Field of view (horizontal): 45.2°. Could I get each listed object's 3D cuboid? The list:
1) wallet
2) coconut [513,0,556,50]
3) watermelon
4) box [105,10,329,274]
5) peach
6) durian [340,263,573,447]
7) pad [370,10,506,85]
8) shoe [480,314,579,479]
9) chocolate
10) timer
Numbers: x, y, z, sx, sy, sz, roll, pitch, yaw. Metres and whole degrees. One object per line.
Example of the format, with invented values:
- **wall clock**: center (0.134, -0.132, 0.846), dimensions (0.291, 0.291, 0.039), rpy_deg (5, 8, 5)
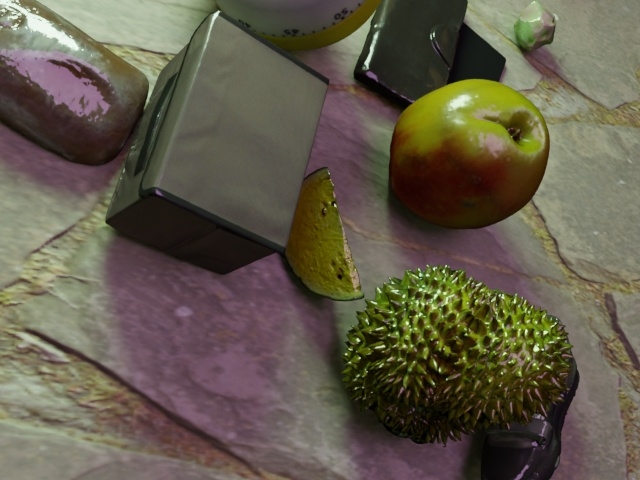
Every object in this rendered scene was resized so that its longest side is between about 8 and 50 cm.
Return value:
- **wallet**: center (0.159, -0.349, 1.277), dimensions (0.165, 0.042, 0.309), rpy_deg (28, 60, -18)
- **coconut**: center (0.401, -0.396, 1.435), dimensions (0.081, 0.083, 0.082), rpy_deg (44, 76, -4)
- **watermelon**: center (-0.010, 0.002, 1.019), dimensions (0.075, 0.092, 0.181), rpy_deg (-10, 79, -21)
- **box**: center (-0.122, -0.108, 0.934), dimensions (0.188, 0.153, 0.252), rpy_deg (26, 61, -31)
- **peach**: center (0.213, -0.124, 1.131), dimensions (0.231, 0.231, 0.230), rpy_deg (12, 67, -30)
- **durian**: center (0.169, 0.140, 0.987), dimensions (0.291, 0.291, 0.224), rpy_deg (16, 58, -28)
- **pad**: center (0.209, -0.342, 1.335), dimensions (0.265, 0.009, 0.159), rpy_deg (35, 58, -16)
- **shoe**: center (0.284, 0.222, 1.093), dimensions (0.293, 0.109, 0.149), rpy_deg (-49, 125, -43)
- **chocolate**: center (-0.319, -0.203, 0.892), dimensions (0.262, 0.083, 0.161), rpy_deg (28, 62, -23)
- **timer**: center (-0.022, -0.385, 1.082), dimensions (0.285, 0.285, 0.285), rpy_deg (12, 67, -30)
